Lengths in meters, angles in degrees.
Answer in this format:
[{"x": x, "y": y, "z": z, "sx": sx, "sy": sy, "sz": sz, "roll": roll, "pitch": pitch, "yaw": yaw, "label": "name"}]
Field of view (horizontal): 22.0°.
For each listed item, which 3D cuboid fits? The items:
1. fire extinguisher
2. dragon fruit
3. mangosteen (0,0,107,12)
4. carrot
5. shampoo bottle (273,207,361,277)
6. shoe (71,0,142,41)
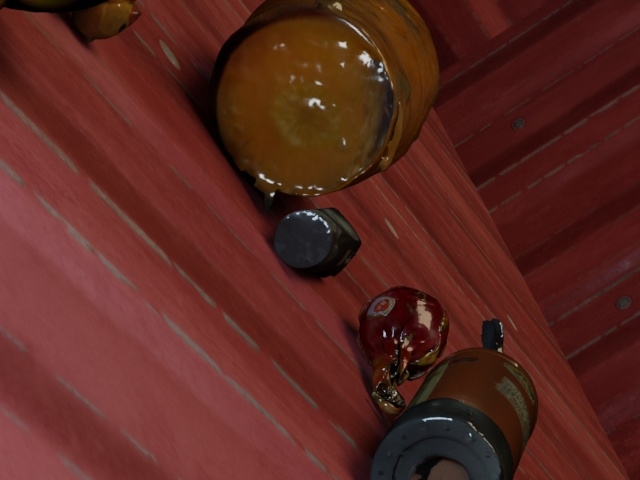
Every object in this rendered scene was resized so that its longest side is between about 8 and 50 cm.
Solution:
[{"x": 0.123, "y": 0.197, "z": 1.488, "sx": 0.113, "sy": 0.200, "sz": 0.376, "roll": 20, "pitch": 13, "yaw": 9, "label": "fire extinguisher"}, {"x": 0.077, "y": 0.102, "z": 1.601, "sx": 0.094, "sy": 0.094, "sz": 0.190, "roll": 55, "pitch": 22, "yaw": -12, "label": "dragon fruit"}, {"x": -0.186, "y": -0.237, "z": 1.069, "sx": 0.210, "sy": 0.210, "sz": 0.210, "roll": 55, "pitch": 10, "yaw": -15, "label": "mangosteen"}, {"x": 0.006, "y": -0.165, "z": 1.712, "sx": 0.224, "sy": 0.224, "sz": 0.340, "roll": 57, "pitch": 16, "yaw": -3, "label": "carrot"}, {"x": 0.001, "y": 0.000, "z": 1.624, "sx": 0.063, "sy": 0.057, "sz": 0.207, "roll": 51, "pitch": 7, "yaw": 8, "label": "shampoo bottle"}, {"x": -0.193, "y": -0.212, "z": 1.326, "sx": 0.072, "sy": 0.069, "sz": 0.109, "roll": 35, "pitch": -10, "yaw": 27, "label": "shoe"}]
